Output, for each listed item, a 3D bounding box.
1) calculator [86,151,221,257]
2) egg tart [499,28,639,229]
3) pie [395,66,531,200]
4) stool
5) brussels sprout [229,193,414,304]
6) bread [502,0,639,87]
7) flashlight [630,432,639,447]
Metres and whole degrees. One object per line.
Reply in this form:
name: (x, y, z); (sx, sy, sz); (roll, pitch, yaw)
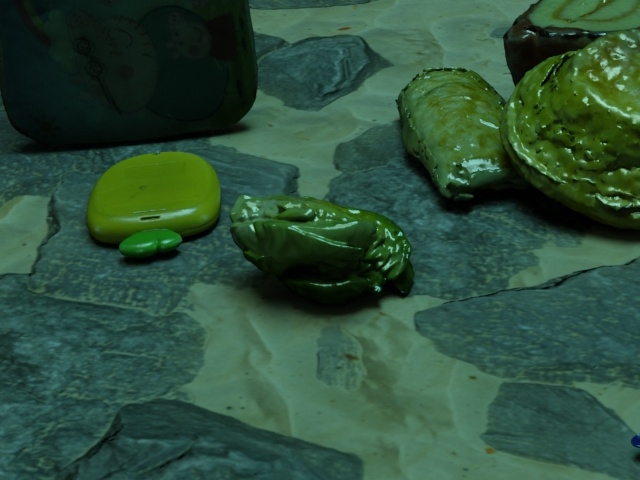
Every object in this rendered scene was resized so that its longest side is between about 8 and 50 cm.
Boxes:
calculator: (-0.180, -0.043, 1.907); (0.146, 0.032, 0.235); (-7, 25, -1)
egg tart: (0.333, -0.129, 1.828); (0.294, 0.123, 0.294); (1, 39, -1)
pie: (0.158, -0.121, 1.957); (0.128, 0.068, 0.282); (-9, 31, -6)
stool: (-0.236, -0.294, 2.127); (0.310, 0.310, 0.226); (-4, 20, 0)
brussels sprout: (-0.001, 0.003, 1.718); (0.181, 0.100, 0.139); (3, 18, 20)
bread: (0.337, -0.228, 2.067); (0.190, 0.123, 0.244); (10, 31, 25)
flashlight: (0.313, 0.157, 1.411); (0.121, 0.035, 0.057); (-11, 26, -8)
